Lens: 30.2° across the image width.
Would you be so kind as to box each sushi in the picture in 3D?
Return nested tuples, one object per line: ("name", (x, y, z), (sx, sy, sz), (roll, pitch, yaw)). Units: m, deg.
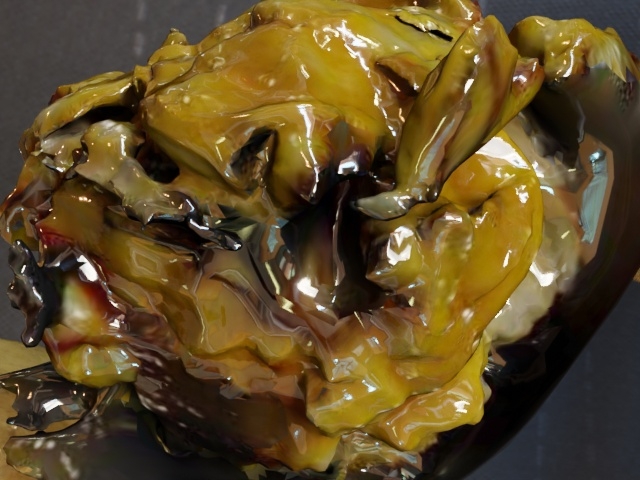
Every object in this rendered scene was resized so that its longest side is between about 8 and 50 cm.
("sushi", (-0.003, 0.002, 0.424), (0.213, 0.200, 0.204), (20, 111, 22))

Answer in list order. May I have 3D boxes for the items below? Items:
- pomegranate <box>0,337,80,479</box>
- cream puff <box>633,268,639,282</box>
("pomegranate", (-0.196, 0.181, 0.604), (0.281, 0.281, 0.281), (-18, 67, 51))
("cream puff", (0.267, -0.024, 0.914), (0.115, 0.165, 0.150), (-44, 61, 2))
